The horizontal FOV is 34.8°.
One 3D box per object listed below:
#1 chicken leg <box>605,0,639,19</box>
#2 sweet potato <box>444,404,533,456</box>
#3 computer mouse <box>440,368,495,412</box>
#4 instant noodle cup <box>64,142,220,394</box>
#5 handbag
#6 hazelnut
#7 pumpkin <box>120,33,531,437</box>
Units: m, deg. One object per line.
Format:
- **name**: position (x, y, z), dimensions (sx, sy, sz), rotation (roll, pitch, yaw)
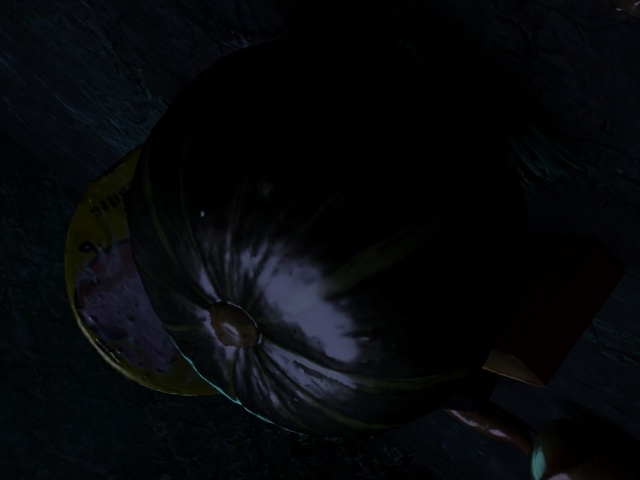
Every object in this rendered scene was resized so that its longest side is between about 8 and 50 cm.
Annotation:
- **chicken leg**: position (0.191, -0.102, 0.424), dimensions (0.196, 0.080, 0.125), rotation (29, 178, 34)
- **sweet potato**: position (0.264, 0.288, 1.688), dimensions (0.202, 0.058, 0.055), rotation (27, 122, 22)
- **computer mouse**: position (0.108, 0.175, 1.556), dimensions (0.323, 0.116, 0.183), rotation (30, 171, 23)
- **instant noodle cup**: position (-0.174, 0.009, 1.323), dimensions (0.325, 0.325, 0.254), rotation (41, 177, -20)
- **handbag**: position (0.167, 0.054, 0.927), dimensions (0.063, 0.127, 0.190), rotation (44, 165, -22)
- **hazelnut**: position (0.355, 0.304, 1.358), dimensions (0.150, 0.150, 0.150), rotation (35, 167, 9)
- **pumpkin**: position (0.000, 0.000, 0.795), dimensions (0.323, 0.241, 0.323), rotation (19, 126, 29)
